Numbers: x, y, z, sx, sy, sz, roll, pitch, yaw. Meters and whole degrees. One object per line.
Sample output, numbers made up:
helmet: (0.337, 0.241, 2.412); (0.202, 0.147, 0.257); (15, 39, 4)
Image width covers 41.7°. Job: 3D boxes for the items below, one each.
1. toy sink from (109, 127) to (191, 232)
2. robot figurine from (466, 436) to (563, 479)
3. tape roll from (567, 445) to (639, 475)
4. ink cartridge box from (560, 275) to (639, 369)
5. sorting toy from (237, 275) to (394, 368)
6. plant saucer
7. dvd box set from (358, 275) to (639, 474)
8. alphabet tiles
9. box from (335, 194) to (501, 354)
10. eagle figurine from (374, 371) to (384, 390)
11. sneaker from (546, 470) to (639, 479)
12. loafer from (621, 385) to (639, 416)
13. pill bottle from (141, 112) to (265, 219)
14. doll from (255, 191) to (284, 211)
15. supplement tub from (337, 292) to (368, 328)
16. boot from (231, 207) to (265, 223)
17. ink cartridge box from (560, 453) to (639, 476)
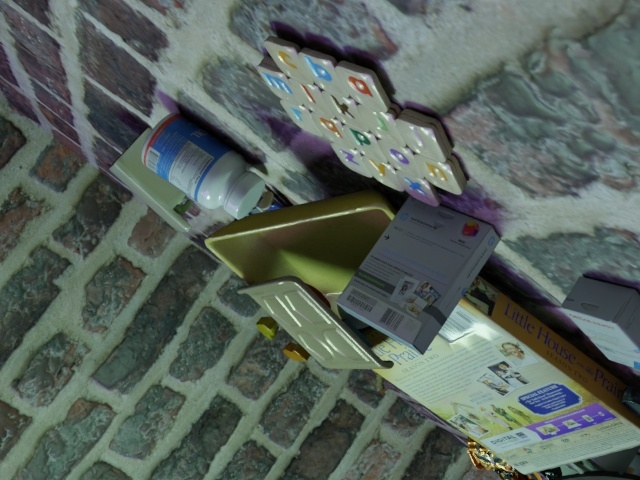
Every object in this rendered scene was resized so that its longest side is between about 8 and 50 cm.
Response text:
toy sink: (-0.372, -0.145, 2.014); (0.234, 0.131, 0.153); (44, 168, -13)
robot figurine: (0.393, 0.461, 1.613); (0.291, 0.085, 0.211); (54, 146, -11)
tape roll: (0.462, 0.346, 1.601); (0.286, 0.100, 0.286); (34, 168, 8)
ink cartridge box: (0.362, 0.103, 1.012); (0.122, 0.052, 0.088); (41, 168, -28)
sorting toy: (-0.028, 0.137, 1.385); (0.229, 0.041, 0.307); (41, 158, -14)
plant saucer: (0.039, 0.033, 1.359); (0.333, 0.081, 0.333); (-11, 141, 31)
dvd box set: (0.277, 0.221, 1.350); (0.420, 0.062, 0.307); (35, 143, -11)
alphabet tiles: (0.048, -0.143, 1.026); (0.284, 0.021, 0.278); (28, 167, 36)
box: (0.127, 0.040, 1.111); (0.145, 0.186, 0.038); (26, 167, 42)
eagle figurine: (0.080, 0.196, 2.038); (0.226, 0.225, 0.298); (-56, 50, 41)
sneaker: (0.551, 0.546, 1.391); (0.447, 0.257, 0.169); (6, 126, 9)
loafer: (0.531, 0.291, 1.211); (0.223, 0.078, 0.076); (34, 168, 10)
pill bottle: (-0.219, -0.137, 1.598); (0.221, 0.124, 0.124); (34, 169, 10)
doll: (-0.072, -0.043, 1.740); (0.129, 0.046, 0.189); (12, 162, 43)
supplement tub: (0.080, 0.087, 1.289); (0.071, 0.071, 0.107); (38, 143, -10)
boot: (-0.118, -0.013, 1.902); (0.190, 0.086, 0.069); (42, 168, -27)
ink cartridge box: (0.567, 0.565, 1.732); (0.160, 0.279, 0.385); (43, 167, -23)
